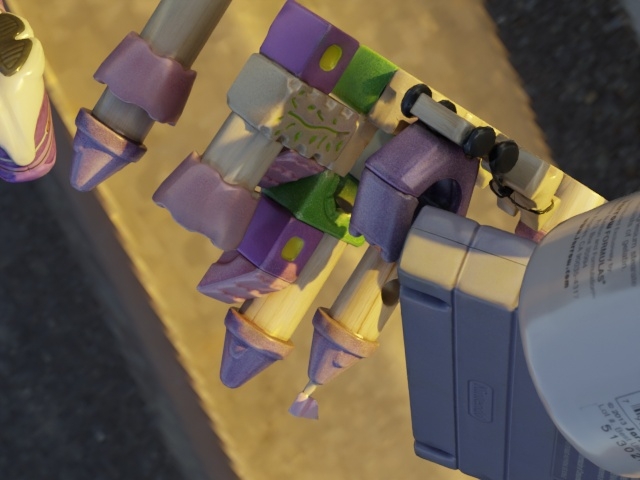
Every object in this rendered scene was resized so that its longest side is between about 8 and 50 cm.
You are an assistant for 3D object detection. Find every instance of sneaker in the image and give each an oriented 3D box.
[{"bbox_3d":[-0.162,-0.081,0.849,0.170,0.068,0.071,-123,12,-47],"label":"sneaker"}]

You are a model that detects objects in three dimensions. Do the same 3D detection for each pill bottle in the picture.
[{"bbox_3d":[0.210,0.020,0.837,0.229,0.131,0.131,-23,100,45],"label":"pill bottle"}]

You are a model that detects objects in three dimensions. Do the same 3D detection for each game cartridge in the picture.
[{"bbox_3d":[0.167,0.100,1.218,0.230,0.068,0.355,15,158,11],"label":"game cartridge"}]

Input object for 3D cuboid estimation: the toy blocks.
[{"bbox_3d":[0.000,0.000,1.311,0.309,0.288,0.260,37,97,38],"label":"toy blocks"}]
